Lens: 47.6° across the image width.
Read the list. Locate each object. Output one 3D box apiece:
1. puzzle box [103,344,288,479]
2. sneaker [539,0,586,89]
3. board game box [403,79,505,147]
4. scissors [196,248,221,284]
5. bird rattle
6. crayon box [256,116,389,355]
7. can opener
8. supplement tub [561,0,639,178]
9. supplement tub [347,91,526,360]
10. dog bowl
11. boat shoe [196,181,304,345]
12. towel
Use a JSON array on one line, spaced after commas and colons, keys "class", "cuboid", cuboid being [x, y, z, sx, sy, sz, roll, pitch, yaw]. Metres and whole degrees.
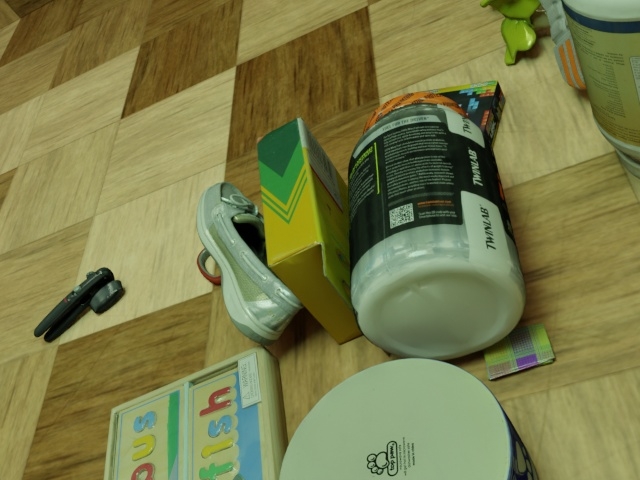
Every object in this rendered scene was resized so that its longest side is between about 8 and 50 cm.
[{"class": "puzzle box", "cuboid": [-0.164, 0.352, 0.930, 0.272, 0.052, 0.409, -25, 43, 14]}, {"class": "sneaker", "cuboid": [0.424, -0.386, 1.076, 0.180, 0.321, 0.124, -11, -1, -9]}, {"class": "board game box", "cuboid": [0.199, -0.185, 1.173, 0.170, 0.048, 0.141, -3, 50, 33]}, {"class": "scissors", "cuboid": [-0.112, 0.068, 1.180, 0.109, 0.021, 0.297, -40, 42, -7]}, {"class": "bird rattle", "cuboid": [0.377, -0.416, 1.243, 0.207, 0.143, 0.253, 0, 39, 20]}, {"class": "crayon box", "cuboid": [0.000, 0.000, 1.024, 0.081, 0.202, 0.318, -25, 42, 14]}, {"class": "can opener", "cuboid": [-0.450, 0.118, 1.331, 0.186, 0.059, 0.073, -36, 42, 0]}, {"class": "supplement tub", "cuboid": [0.425, -0.236, 0.861, 0.228, 0.316, 0.228, -19, 45, 20]}, {"class": "supplement tub", "cuboid": [0.139, -0.032, 0.951, 0.207, 0.207, 0.338, -19, 43, 20]}, {"class": "dog bowl", "cuboid": [0.091, 0.261, 0.778, 0.265, 0.104, 0.265, -20, 37, 16]}, {"class": "boat shoe", "cuboid": [-0.104, 0.013, 1.105, 0.103, 0.118, 0.320, -43, 41, 18]}, {"class": "towel", "cuboid": [0.238, 0.134, 0.885, 0.083, 0.009, 0.060, -21, 43, 16]}]
